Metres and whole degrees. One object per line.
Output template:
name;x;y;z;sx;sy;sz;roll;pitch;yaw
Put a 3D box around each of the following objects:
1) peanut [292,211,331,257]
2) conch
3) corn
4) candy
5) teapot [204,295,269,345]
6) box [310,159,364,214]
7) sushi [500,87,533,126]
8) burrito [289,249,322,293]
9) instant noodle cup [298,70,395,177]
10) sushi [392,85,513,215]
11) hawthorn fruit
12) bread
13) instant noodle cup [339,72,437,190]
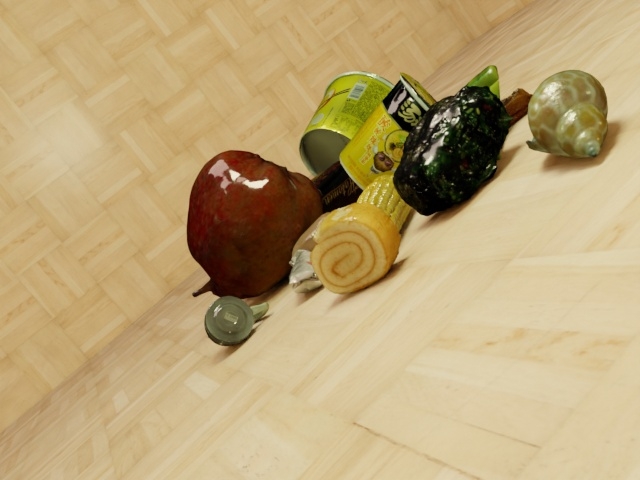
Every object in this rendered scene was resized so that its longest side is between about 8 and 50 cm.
peanut;0.000;0.000;1.424;0.152;0.076;0.076;-43;10;-7
conch;0.326;-0.165;0.890;0.116;0.106;0.173;-58;-10;2
corn;0.103;-0.045;1.181;0.093;0.093;0.244;-34;10;28
candy;0.285;-0.203;1.263;0.149;0.069;0.246;-41;24;46
teapot;-0.167;0.165;1.307;0.091;0.124;0.092;127;146;-59
box;-0.048;-0.073;1.846;0.264;0.116;0.415;-43;9;-34
sushi;0.369;-0.254;1.315;0.120;0.052;0.055;-42;24;2
burrito;-0.029;0.061;1.298;0.064;0.064;0.203;-38;11;4
instant noodle cup;0.090;-0.288;1.901;0.311;0.311;0.221;-26;24;54
sushi;0.217;-0.150;1.099;0.225;0.124;0.127;-57;19;-23
hawthorn fruit;-0.154;-0.036;1.502;0.308;0.308;0.325;-23;60;60
bread;0.051;0.008;1.032;0.149;0.122;0.073;-29;10;41
instant noodle cup;0.172;-0.219;1.495;0.236;0.215;0.215;-43;7;20
